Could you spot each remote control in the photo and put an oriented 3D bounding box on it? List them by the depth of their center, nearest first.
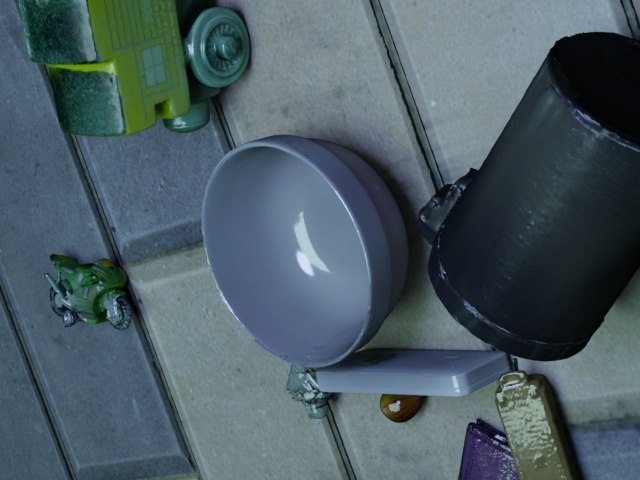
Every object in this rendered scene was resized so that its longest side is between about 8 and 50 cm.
[{"bbox_3d":[0.110,0.160,1.996,0.250,0.103,0.034,-3,103,45],"label":"remote control"}]

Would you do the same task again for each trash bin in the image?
[{"bbox_3d":[0.258,-0.048,1.677,0.252,0.203,0.301,39,132,13],"label":"trash bin"}]

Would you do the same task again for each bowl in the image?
[{"bbox_3d":[0.000,0.000,2.004,0.287,0.143,0.287,20,120,39],"label":"bowl"}]

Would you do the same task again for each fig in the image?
[{"bbox_3d":[0.112,0.197,2.058,0.083,0.050,0.050,-38,79,27],"label":"fig"}]

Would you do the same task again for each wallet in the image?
[{"bbox_3d":[0.215,0.312,2.009,0.111,0.030,0.166,30,126,34],"label":"wallet"}]

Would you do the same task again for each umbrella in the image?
[{"bbox_3d":[-0.020,0.167,2.162,0.067,0.062,0.143,-16,89,16],"label":"umbrella"}]

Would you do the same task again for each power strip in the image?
[{"bbox_3d":[0.271,0.280,1.920,0.064,0.044,0.305,-16,98,23],"label":"power strip"}]

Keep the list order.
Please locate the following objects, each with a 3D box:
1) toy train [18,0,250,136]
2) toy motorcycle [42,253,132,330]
[{"bbox_3d":[-0.244,-0.332,2.011,0.179,0.272,0.442,7,112,41],"label":"toy train"},{"bbox_3d":[-0.347,0.075,2.446,0.190,0.074,0.106,9,104,44],"label":"toy motorcycle"}]
